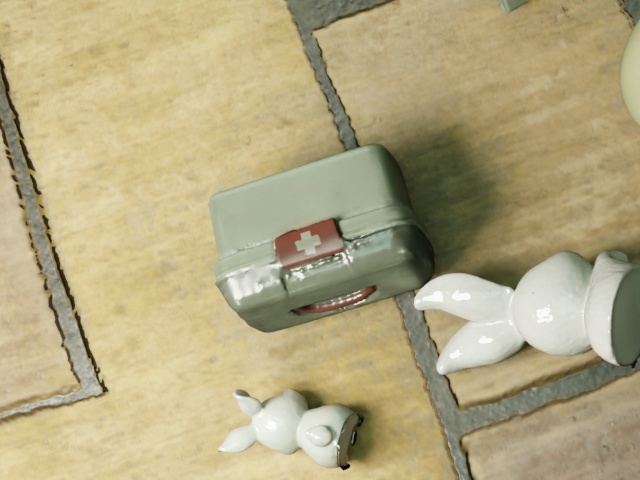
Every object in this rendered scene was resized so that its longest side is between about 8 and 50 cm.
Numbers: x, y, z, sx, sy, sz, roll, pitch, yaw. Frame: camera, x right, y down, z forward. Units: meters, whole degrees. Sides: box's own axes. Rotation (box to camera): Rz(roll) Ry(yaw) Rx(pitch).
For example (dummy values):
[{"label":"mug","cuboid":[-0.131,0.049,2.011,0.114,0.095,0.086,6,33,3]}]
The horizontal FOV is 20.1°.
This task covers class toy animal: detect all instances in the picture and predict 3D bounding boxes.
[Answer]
[{"label":"toy animal","cuboid":[0.214,0.066,1.784,0.221,0.131,0.103,1,123,34]},{"label":"toy animal","cuboid":[-0.028,0.190,1.821,0.124,0.085,0.071,15,105,18]}]

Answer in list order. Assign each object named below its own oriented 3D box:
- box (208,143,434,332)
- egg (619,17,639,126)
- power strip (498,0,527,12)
[{"label":"box","cuboid":[0.000,0.000,1.799,0.210,0.148,0.129,-18,70,9]},{"label":"egg","cuboid":[0.397,-0.178,1.713,0.242,0.186,0.186,-20,80,31]},{"label":"power strip","cuboid":[0.115,-0.411,1.844,0.062,0.091,0.385,-30,79,5]}]
